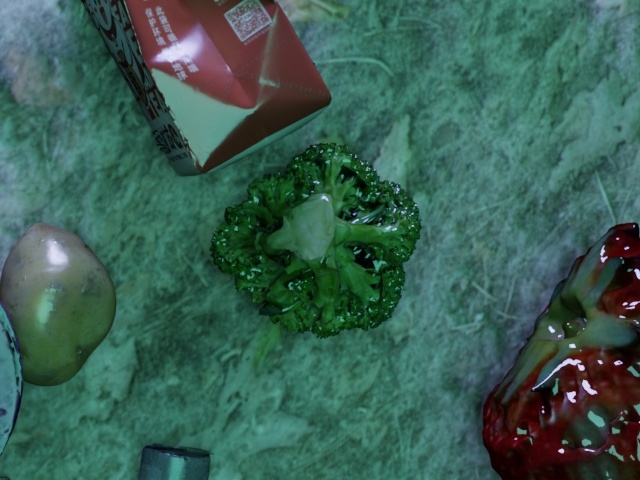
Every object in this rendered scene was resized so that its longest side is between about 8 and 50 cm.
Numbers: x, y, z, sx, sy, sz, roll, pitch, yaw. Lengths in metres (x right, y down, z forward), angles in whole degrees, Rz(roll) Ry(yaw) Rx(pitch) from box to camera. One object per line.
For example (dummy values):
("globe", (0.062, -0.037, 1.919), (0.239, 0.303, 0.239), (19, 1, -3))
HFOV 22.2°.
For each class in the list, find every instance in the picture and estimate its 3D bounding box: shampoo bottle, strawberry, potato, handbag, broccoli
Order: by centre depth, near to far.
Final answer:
("handbag", (-0.125, -0.215, 1.484), (0.151, 0.171, 0.298), (-28, 96, -10))
("potato", (-0.243, 0.060, 1.488), (0.112, 0.112, 0.147), (10, 90, -12))
("shampoo bottle", (-0.149, 0.300, 1.522), (0.072, 0.072, 0.214), (9, 87, -12))
("broccoli", (0.000, 0.000, 1.522), (0.195, 0.156, 0.195), (-4, 76, 18))
("strawberry", (0.319, 0.172, 1.524), (0.310, 0.292, 0.292), (37, 82, 3))

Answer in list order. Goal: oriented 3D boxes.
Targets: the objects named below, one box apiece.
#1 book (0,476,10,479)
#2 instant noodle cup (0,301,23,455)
("book", (-0.381, 0.391, 1.495), (0.228, 0.018, 0.322), (-7, 91, -12))
("instant noodle cup", (-0.385, 0.116, 1.410), (0.251, 0.190, 0.251), (0, 89, -12))
